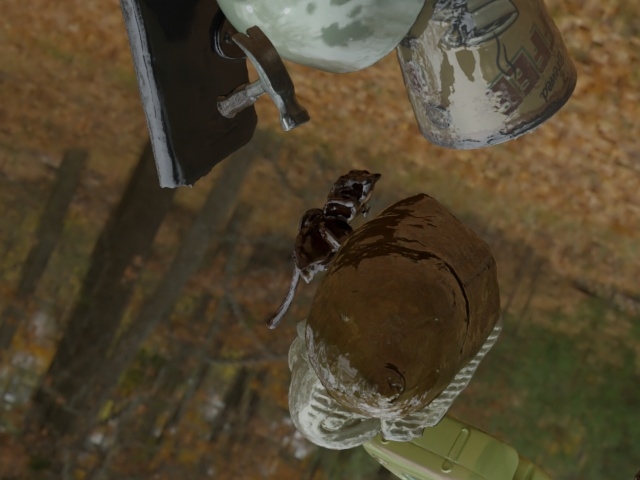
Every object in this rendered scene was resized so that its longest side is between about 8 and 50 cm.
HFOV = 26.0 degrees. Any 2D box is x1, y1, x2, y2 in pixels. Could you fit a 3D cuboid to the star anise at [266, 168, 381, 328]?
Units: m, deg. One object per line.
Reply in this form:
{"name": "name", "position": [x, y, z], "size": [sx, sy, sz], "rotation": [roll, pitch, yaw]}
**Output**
{"name": "star anise", "position": [0.000, 0.003, 1.751], "size": [0.073, 0.234, 0.177], "rotation": [29, 169, 0]}

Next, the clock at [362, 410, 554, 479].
{"name": "clock", "position": [0.211, 0.321, 1.856], "size": [0.235, 0.096, 0.308], "rotation": [17, 162, 43]}

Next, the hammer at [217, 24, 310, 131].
{"name": "hammer", "position": [-0.074, -0.153, 1.396], "size": [0.103, 0.029, 0.246], "rotation": [65, 165, -8]}

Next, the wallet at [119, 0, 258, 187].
{"name": "wallet", "position": [-0.181, -0.263, 1.936], "size": [0.051, 0.197, 0.377], "rotation": [23, 134, 38]}

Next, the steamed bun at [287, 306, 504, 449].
{"name": "steamed bun", "position": [0.057, 0.103, 1.456], "size": [0.211, 0.218, 0.144], "rotation": [8, -154, -32]}

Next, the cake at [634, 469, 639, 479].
{"name": "cake", "position": [0.369, 0.348, 1.210], "size": [0.196, 0.293, 0.199], "rotation": [11, 172, -7]}

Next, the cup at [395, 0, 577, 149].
{"name": "cup", "position": [0.217, -0.310, 1.862], "size": [0.227, 0.301, 0.257], "rotation": [0, 129, 32]}

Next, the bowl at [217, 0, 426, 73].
{"name": "bowl", "position": [-0.036, -0.388, 1.745], "size": [0.185, 0.354, 0.354], "rotation": [-2, -163, -41]}

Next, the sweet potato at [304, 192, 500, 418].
{"name": "sweet potato", "position": [0.064, 0.063, 1.195], "size": [0.158, 0.158, 0.369], "rotation": [24, -159, 12]}
